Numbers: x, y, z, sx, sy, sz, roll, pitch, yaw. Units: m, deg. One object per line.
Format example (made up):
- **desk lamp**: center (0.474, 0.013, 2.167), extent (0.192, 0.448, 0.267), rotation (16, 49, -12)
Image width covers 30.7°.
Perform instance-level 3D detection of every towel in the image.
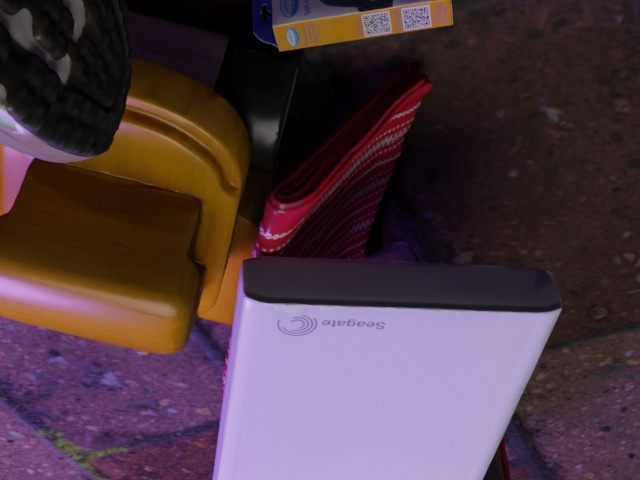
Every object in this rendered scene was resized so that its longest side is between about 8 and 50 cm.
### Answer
- **towel**: center (0.000, 0.000, 0.953), extent (0.031, 0.199, 0.274), rotation (35, 143, 14)

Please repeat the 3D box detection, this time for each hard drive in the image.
- **hard drive**: center (0.036, 0.149, 0.961), extent (0.233, 0.047, 0.353), rotation (2, 137, -9)

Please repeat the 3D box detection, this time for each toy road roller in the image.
- **toy road roller**: center (-0.148, -0.006, 0.851), extent (0.203, 0.240, 0.329), rotation (14, 142, -3)

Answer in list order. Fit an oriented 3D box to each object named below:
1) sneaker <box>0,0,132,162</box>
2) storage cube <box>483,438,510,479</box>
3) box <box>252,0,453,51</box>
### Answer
- **sneaker**: center (-0.257, -0.157, 0.488), extent (0.182, 0.158, 0.410), rotation (-17, 139, 39)
- **storage cube**: center (0.057, 0.207, 1.211), extent (0.215, 0.183, 0.193), rotation (22, 136, -30)
- **box**: center (0.019, -0.173, 0.801), extent (0.136, 0.081, 0.028), rotation (-7, 142, 3)
